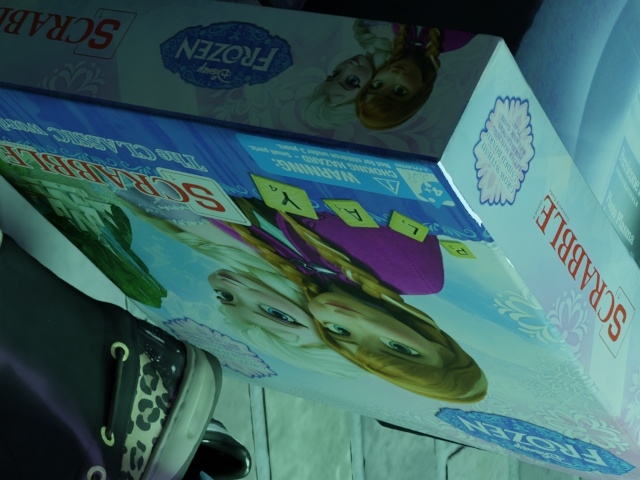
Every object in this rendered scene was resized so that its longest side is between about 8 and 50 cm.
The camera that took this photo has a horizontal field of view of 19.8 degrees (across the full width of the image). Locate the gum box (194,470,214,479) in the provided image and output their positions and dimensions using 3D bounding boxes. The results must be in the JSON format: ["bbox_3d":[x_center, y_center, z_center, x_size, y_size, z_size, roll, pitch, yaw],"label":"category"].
[{"bbox_3d":[-0.095,0.208,0.877,0.041,0.157,0.184,41,88,-10],"label":"gum box"}]

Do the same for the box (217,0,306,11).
[{"bbox_3d":[-0.048,-0.256,0.984,0.233,0.059,0.183,53,56,-46],"label":"box"}]

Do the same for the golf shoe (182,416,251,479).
[{"bbox_3d":[-0.117,0.129,0.970,0.186,0.086,0.067,-25,121,-47],"label":"golf shoe"}]

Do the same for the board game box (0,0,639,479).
[{"bbox_3d":[0.000,0.000,0.897,0.318,0.318,0.066,49,61,-47],"label":"board game box"}]

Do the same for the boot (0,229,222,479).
[{"bbox_3d":[-0.164,0.108,0.859,0.178,0.085,0.236,40,60,-24],"label":"boot"}]

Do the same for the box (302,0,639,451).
[{"bbox_3d":[0.112,-0.059,1.157,0.296,0.182,0.294,53,55,-47],"label":"box"}]
